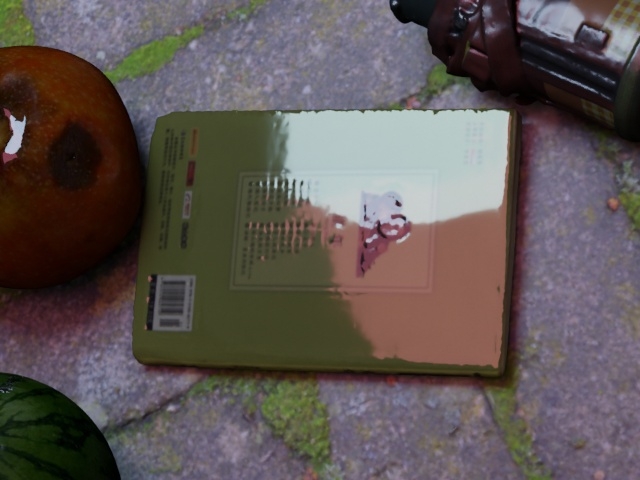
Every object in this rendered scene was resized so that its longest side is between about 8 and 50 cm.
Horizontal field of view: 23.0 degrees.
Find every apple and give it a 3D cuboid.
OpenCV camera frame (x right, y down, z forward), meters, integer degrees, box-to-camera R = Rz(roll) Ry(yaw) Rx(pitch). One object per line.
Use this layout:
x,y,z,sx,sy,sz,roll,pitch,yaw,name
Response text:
-0.281,-0.068,1.430,0.230,0.230,0.230,-6,73,19,apple

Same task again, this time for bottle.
0.184,-0.194,1.335,0.271,0.143,0.156,27,85,26,bottle

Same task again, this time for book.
0.000,0.000,1.405,0.352,0.035,0.239,1,77,20,book

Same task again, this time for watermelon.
-0.286,0.230,1.330,0.242,0.242,0.242,-6,73,19,watermelon
